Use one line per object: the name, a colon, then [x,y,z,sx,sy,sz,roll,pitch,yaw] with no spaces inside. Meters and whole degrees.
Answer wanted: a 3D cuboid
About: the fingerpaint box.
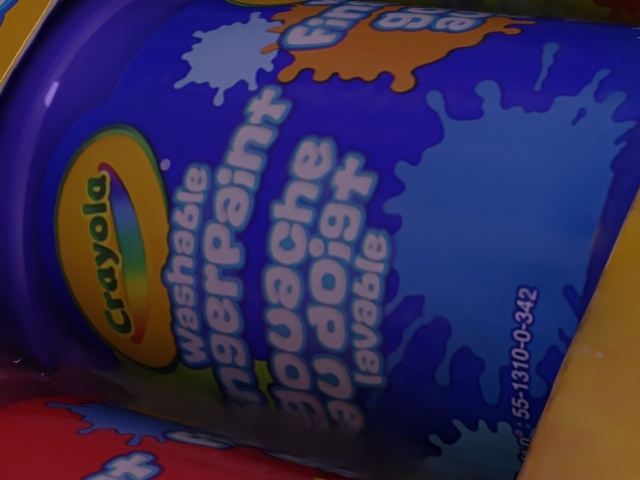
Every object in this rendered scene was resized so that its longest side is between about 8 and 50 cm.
fingerpaint box: [0.000,0.000,0.479,0.371,0.163,0.444,12,63,34]
